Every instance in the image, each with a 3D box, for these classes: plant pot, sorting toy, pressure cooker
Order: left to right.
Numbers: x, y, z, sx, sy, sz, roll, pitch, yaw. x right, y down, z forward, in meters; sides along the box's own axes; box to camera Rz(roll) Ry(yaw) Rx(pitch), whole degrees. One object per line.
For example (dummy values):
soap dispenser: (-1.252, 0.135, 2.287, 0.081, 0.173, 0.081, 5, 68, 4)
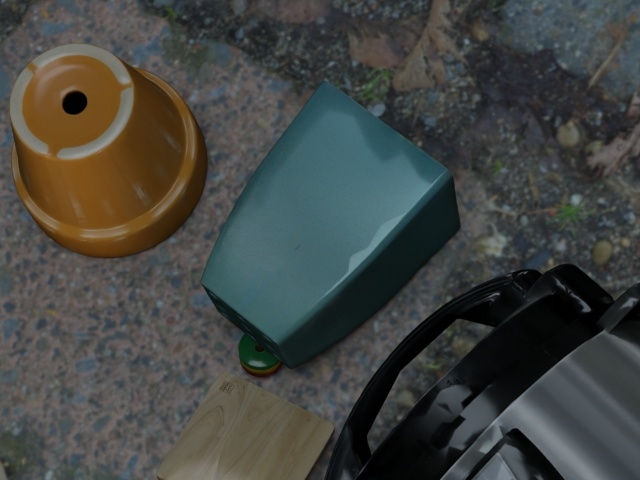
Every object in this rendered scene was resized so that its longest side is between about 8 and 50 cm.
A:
plant pot: (-0.234, -0.107, 1.888, 0.205, 0.188, 0.205, -2, 71, 7)
sorting toy: (-0.078, 0.225, 1.819, 0.132, 0.046, 0.274, 25, 62, 15)
plant pot: (0.000, 0.000, 1.833, 0.165, 0.165, 0.234, 38, 80, 18)
pressure cooker: (0.205, 0.251, 1.622, 0.370, 0.375, 0.420, -38, 70, -22)

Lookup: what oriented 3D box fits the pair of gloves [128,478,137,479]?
pair of gloves: (-0.224, 0.377, 1.800, 0.240, 0.042, 0.204, -36, 76, 0)
